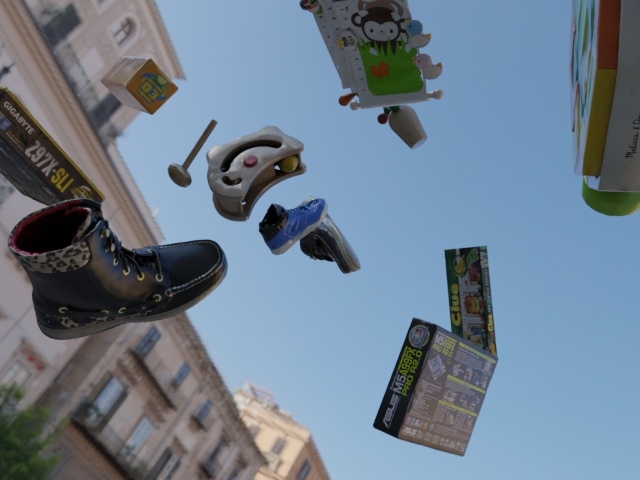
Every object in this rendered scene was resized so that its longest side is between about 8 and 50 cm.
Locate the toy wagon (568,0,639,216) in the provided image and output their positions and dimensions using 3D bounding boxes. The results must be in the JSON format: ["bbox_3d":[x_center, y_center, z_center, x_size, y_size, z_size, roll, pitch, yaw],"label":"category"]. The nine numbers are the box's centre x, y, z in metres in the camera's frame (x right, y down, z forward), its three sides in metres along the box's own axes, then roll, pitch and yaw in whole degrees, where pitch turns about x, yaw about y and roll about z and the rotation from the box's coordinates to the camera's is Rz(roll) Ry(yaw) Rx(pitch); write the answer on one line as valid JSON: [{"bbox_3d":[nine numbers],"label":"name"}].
[{"bbox_3d":[0.246,-0.199,0.601,0.068,0.344,0.267,2,-39,13],"label":"toy wagon"}]

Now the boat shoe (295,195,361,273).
[{"bbox_3d":[0.000,0.000,1.565,0.103,0.092,0.285,57,-1,-36],"label":"boat shoe"}]

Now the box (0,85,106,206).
[{"bbox_3d":[-0.622,-0.189,1.500,0.257,0.079,0.322,21,-26,38],"label":"box"}]

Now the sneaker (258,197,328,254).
[{"bbox_3d":[-0.056,-0.049,1.436,0.058,0.152,0.084,33,-20,51],"label":"sneaker"}]

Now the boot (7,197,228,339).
[{"bbox_3d":[-0.221,0.021,0.835,0.178,0.236,0.085,96,-28,-55],"label":"boot"}]

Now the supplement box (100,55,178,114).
[{"bbox_3d":[-0.354,-0.303,1.420,0.078,0.080,0.233,47,-12,-28],"label":"supplement box"}]

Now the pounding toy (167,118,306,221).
[{"bbox_3d":[-0.159,-0.149,1.467,0.154,0.269,0.155,55,-18,35],"label":"pounding toy"}]

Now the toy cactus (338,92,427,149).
[{"bbox_3d":[0.108,-0.230,1.234,0.180,0.112,0.219,57,-2,13],"label":"toy cactus"}]

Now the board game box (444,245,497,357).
[{"bbox_3d":[0.348,0.145,1.708,0.030,0.259,0.136,-4,-3,-25],"label":"board game box"}]

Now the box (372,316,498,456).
[{"bbox_3d":[0.229,0.288,1.408,0.060,0.216,0.270,14,-10,42],"label":"box"}]

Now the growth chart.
[{"bbox_3d":[0.071,-0.289,1.050,0.172,0.021,0.237,-10,-56,33],"label":"growth chart"}]
